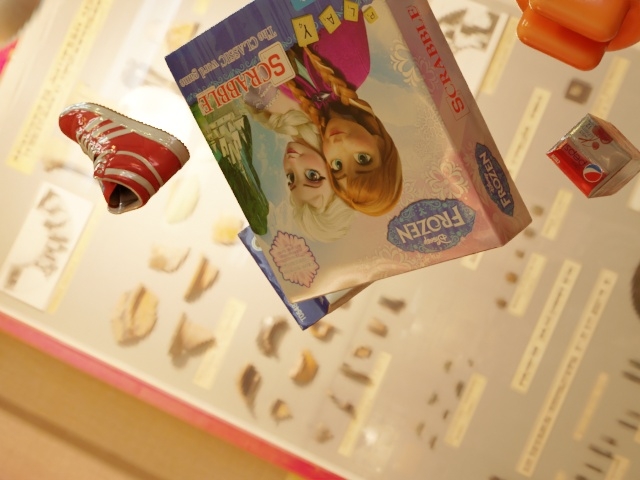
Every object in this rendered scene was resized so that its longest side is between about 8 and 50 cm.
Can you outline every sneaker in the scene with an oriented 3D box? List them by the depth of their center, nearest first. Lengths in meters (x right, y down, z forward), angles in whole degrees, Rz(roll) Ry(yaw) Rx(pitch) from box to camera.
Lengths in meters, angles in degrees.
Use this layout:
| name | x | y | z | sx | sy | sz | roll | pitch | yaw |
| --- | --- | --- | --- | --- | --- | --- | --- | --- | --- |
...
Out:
| name | x | y | z | sx | sy | sz | roll | pitch | yaw |
| --- | --- | --- | --- | --- | --- | --- | --- | --- | --- |
| sneaker | -0.162 | -0.060 | 0.764 | 0.067 | 0.118 | 0.042 | -56 | -30 | -29 |

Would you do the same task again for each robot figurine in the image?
| name | x | y | z | sx | sy | sz | roll | pitch | yaw |
| --- | --- | --- | --- | --- | --- | --- | --- | --- | --- |
| robot figurine | 0.236 | -0.245 | 0.848 | 0.158 | 0.128 | 0.219 | 49 | -118 | -40 |

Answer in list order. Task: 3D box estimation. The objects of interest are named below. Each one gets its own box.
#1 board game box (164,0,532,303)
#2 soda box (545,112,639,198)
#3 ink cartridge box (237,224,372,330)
| name | x | y | z | sx | sy | sz | roll | pitch | yaw |
| --- | --- | --- | --- | --- | --- | --- | --- | --- | --- |
| board game box | 0.015 | -0.110 | 1.071 | 0.318 | 0.318 | 0.066 | -19 | 11 | 47 |
| soda box | 0.411 | -0.122 | 1.521 | 0.083 | 0.092 | 0.263 | -45 | -14 | 18 |
| ink cartridge box | 0.000 | 0.000 | 1.723 | 0.224 | 0.223 | 0.045 | -36 | -22 | -2 |
